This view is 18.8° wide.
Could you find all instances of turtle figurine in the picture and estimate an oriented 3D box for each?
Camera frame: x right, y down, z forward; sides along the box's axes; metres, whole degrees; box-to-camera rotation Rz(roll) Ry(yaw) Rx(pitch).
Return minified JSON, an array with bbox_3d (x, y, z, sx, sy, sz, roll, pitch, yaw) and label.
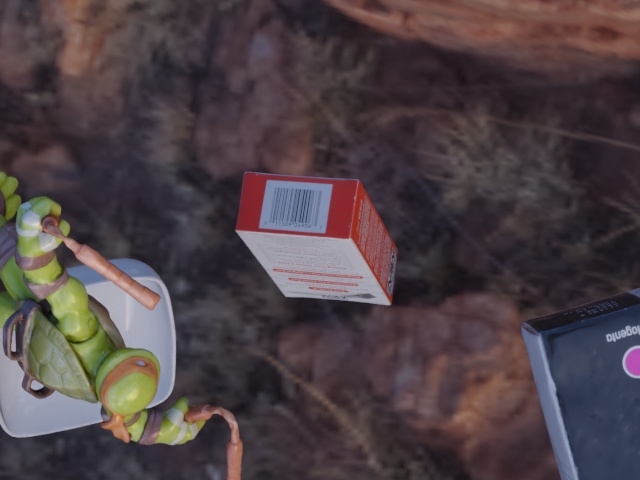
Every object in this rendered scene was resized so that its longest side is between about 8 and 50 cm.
[{"bbox_3d":[-0.153,0.061,1.200,0.087,0.269,0.217,-41,44,-12],"label":"turtle figurine"}]

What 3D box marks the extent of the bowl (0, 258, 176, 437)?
[{"bbox_3d":[-0.182,0.072,1.436,0.053,0.142,0.142,-118,20,-43],"label":"bowl"}]

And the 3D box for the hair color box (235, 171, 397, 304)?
[{"bbox_3d":[0.000,0.000,1.524,0.093,0.167,0.053,4,71,14],"label":"hair color box"}]

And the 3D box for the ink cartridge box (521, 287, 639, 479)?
[{"bbox_3d":[0.281,0.213,1.431,0.069,0.175,0.371,-136,30,-79],"label":"ink cartridge box"}]
